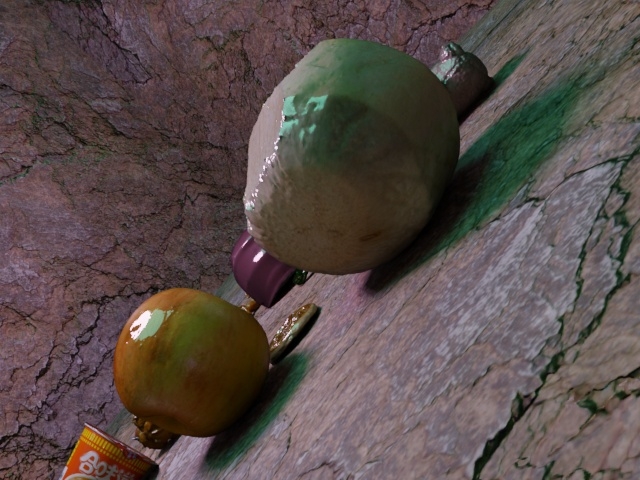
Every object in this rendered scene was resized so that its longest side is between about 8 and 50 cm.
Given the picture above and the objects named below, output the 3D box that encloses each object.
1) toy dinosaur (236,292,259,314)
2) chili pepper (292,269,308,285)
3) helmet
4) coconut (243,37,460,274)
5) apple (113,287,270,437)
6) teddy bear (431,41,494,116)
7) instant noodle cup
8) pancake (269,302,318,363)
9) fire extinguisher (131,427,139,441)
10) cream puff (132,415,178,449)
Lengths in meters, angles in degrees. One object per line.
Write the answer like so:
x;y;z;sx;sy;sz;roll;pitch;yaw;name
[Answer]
-0.192;0.188;2.037;0.162;0.039;0.126;-28;23;-21;toy dinosaur
0.000;0.000;1.757;0.122;0.065;0.279;-37;16;37;chili pepper
-0.147;0.037;1.923;0.271;0.197;0.338;-49;8;8;helmet
0.047;-0.142;1.166;0.415;0.344;0.415;-49;10;11;coconut
-0.229;0.221;1.187;0.286;0.286;0.233;-34;32;62;apple
0.279;-0.337;1.597;0.267;0.151;0.236;-43;-12;17;teddy bear
-0.491;0.536;1.448;0.212;0.193;0.193;-60;12;-21;instant noodle cup
-0.061;0.180;1.326;0.158;0.028;0.158;-49;5;6;pancake
-0.492;0.530;1.905;0.062;0.050;0.177;-9;13;3;fire extinguisher
-0.389;0.434;1.562;0.094;0.116;0.122;-38;-13;-29;cream puff
